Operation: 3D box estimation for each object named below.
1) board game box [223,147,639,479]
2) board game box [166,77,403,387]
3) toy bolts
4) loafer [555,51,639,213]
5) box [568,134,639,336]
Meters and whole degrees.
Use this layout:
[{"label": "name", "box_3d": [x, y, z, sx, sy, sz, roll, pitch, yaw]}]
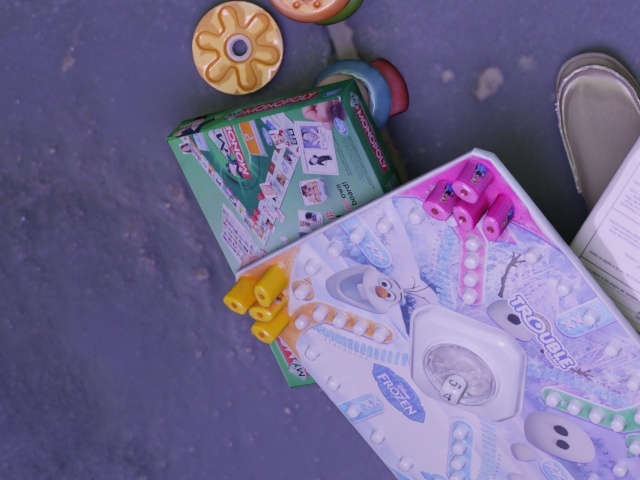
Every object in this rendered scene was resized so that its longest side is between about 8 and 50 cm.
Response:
[{"label": "board game box", "box_3d": [0.138, 0.132, 1.848, 0.390, 0.050, 0.390, -27, 107, 46]}, {"label": "board game box", "box_3d": [0.000, 0.000, 1.926, 0.213, 0.046, 0.317, -11, 117, 31]}, {"label": "toy bolts", "box_3d": [-0.026, -0.192, 1.944, 0.218, 0.158, 0.228, -32, 89, 12]}, {"label": "loafer", "box_3d": [0.314, -0.066, 1.924, 0.102, 0.092, 0.269, -20, 93, 9]}, {"label": "box", "box_3d": [0.324, 0.015, 1.819, 0.148, 0.127, 0.232, 33, 108, 7]}]
